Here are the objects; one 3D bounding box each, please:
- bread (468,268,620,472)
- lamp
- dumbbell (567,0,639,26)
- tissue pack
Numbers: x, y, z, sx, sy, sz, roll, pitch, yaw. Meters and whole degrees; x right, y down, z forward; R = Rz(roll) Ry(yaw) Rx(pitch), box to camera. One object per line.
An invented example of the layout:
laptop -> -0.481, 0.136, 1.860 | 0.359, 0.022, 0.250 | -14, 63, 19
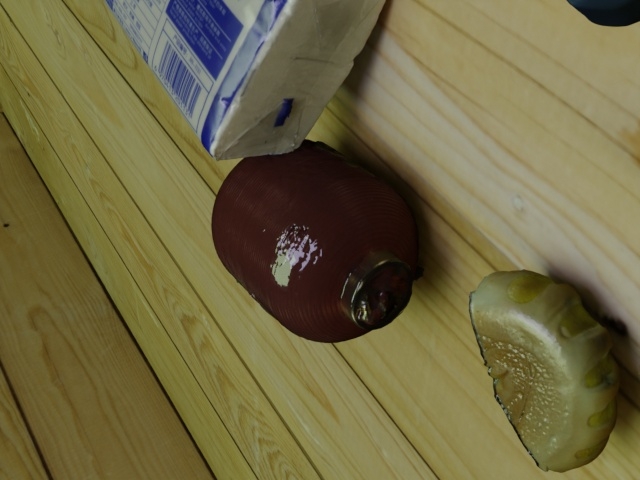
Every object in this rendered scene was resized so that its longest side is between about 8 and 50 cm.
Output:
bread -> 0.176, 0.087, 0.604 | 0.157, 0.083, 0.094 | 60, 153, 12
lamp -> 0.000, 0.000, 0.804 | 0.258, 0.180, 0.180 | 38, 143, 45
dumbbell -> 0.114, -0.261, 0.345 | 0.144, 0.160, 0.325 | 87, 158, -85
tissue pack -> -0.082, -0.235, 0.761 | 0.270, 0.137, 0.209 | 53, 127, 28
